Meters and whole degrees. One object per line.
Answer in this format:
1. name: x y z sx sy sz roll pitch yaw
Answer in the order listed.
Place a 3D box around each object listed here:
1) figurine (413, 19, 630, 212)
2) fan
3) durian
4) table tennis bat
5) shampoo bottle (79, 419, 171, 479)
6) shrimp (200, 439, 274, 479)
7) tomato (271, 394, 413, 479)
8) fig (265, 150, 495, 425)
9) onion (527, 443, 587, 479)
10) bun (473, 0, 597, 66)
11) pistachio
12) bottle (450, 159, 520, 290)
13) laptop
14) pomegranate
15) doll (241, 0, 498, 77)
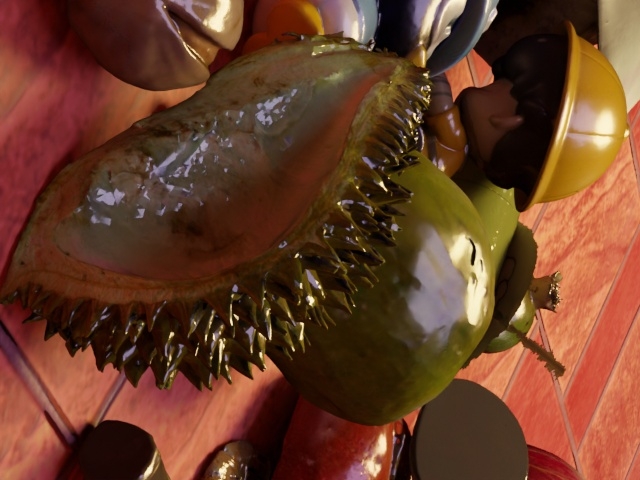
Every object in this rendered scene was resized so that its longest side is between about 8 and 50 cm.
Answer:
1. figurine: 0.171 -0.106 1.732 0.192 0.256 0.167 -141 -146 -79
2. fan: 0.181 0.080 1.796 0.009 0.329 0.191 34 92 -23
3. durian: -0.053 -0.019 1.355 0.394 0.198 0.163 -41 161 -24
4. table tennis bat: 0.135 0.239 1.694 0.138 0.022 0.247 35 49 -19
5. shampoo bottle: -0.129 0.294 1.485 0.125 0.084 0.350 -57 147 -40
6. shrimp: -0.065 0.228 1.644 0.180 0.041 0.099 -9 94 -60
7. tomato: 0.033 0.237 1.691 0.228 0.101 0.228 5 90 -71
8. fig: 0.030 0.005 1.507 0.233 0.233 0.314 -60 154 -30
9. onion: 0.206 0.405 1.853 0.348 0.385 0.348 -53 172 -10
10. bun: 0.248 -0.315 1.817 0.281 0.204 0.282 -36 131 -55
11. pistachio: -0.117 -0.169 1.283 0.185 0.124 0.124 52 54 -77
12. bottle: 0.123 0.033 1.813 0.112 0.112 0.260 63 42 -52
13. laptop: 0.330 -0.242 1.795 0.188 0.015 0.269 -47 150 -24
14. pomegranate: 0.191 0.066 1.960 0.130 0.130 0.130 -36 132 -53
15. doll: 0.061 -0.204 1.566 0.314 0.141 0.177 -29 167 -45
